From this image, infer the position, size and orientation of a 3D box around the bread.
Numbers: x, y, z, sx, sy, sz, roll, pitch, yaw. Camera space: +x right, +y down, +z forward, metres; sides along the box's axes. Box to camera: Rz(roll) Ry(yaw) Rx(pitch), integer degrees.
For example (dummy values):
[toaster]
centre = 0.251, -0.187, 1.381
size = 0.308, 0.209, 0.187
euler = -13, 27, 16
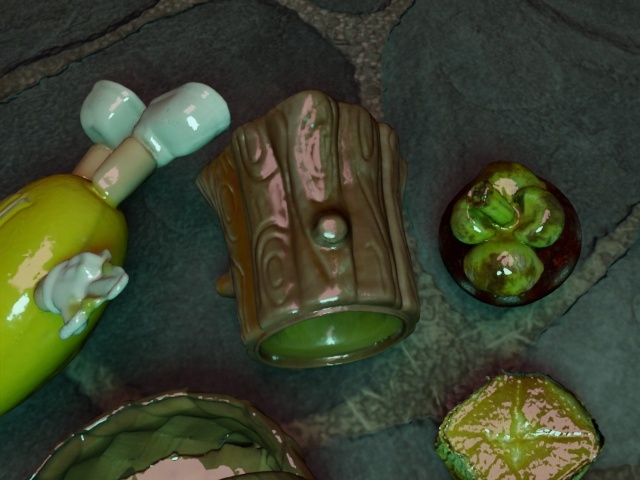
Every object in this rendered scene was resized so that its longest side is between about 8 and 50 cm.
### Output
[bread]
centre = 0.188, 0.191, 0.728
size = 0.140, 0.069, 0.128
euler = -37, 63, -14

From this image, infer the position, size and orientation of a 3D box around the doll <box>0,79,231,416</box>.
[doll]
centre = -0.254, 0.004, 0.766
size = 0.348, 0.161, 0.423
euler = -27, 35, 35

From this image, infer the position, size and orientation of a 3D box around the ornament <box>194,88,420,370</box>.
[ornament]
centre = 0.000, 0.000, 0.774
size = 0.235, 0.221, 0.218
euler = -3, 63, -14

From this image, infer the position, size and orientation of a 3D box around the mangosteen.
[mangosteen]
centre = 0.201, -0.013, 0.786
size = 0.145, 0.181, 0.156
euler = -13, 61, -9

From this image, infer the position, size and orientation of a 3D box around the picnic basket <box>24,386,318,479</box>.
[picnic basket]
centre = -0.115, 0.257, 0.560
size = 0.293, 0.337, 0.337
euler = -23, 60, -11
